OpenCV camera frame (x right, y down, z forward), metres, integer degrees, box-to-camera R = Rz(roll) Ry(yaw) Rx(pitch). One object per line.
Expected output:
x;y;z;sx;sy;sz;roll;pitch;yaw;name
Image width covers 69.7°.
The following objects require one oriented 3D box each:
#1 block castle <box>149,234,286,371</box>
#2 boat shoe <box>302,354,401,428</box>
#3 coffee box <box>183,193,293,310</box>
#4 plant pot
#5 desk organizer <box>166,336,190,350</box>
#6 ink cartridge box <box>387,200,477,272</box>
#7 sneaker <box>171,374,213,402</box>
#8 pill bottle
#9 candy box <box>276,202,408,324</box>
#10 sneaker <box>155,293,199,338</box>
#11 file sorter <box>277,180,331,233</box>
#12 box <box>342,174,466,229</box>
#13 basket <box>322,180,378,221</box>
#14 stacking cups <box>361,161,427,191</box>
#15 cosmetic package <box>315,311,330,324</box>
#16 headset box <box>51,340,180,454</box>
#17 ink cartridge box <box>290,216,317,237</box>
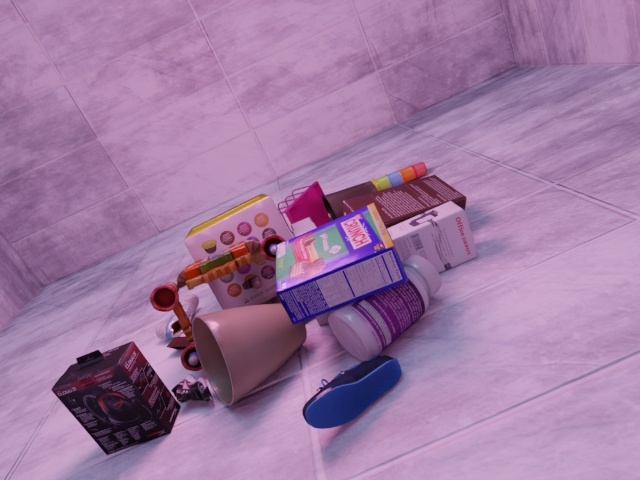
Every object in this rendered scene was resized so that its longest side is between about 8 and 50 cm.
-0.276;0.185;1.477;0.453;0.303;0.213;-25;9;-7;block castle
0.070;0.351;1.065;0.258;0.109;0.089;-17;9;-25;boat shoe
-0.280;0.040;1.748;0.338;0.334;0.338;-28;12;-7;coffee box
-0.185;0.287;1.311;0.274;0.256;0.256;-19;16;-31;plant pot
-0.489;0.379;1.653;0.130;0.047;0.050;-10;29;34;desk organizer
0.341;0.008;1.426;0.237;0.172;0.100;-24;21;4;ink cartridge box
-0.378;0.446;1.339;0.077;0.072;0.178;-28;7;-36;sneaker
0.181;0.171;1.234;0.301;0.169;0.169;-35;23;-23;pill bottle
0.044;0.055;1.240;0.317;0.122;0.268;-22;27;6;candy box
-0.553;0.309;1.848;0.092;0.087;0.228;-2;37;31;sneaker
-0.102;-0.107;2.148;0.182;0.202;0.290;-12;25;37;file sorter
0.287;-0.088;1.584;0.382;0.143;0.191;-16;38;-18;box
0.148;-0.169;2.087;0.227;0.154;0.204;-23;36;-6;basket
0.361;-0.291;2.219;0.316;0.096;0.096;-21;22;4;stacking cups
0.036;0.137;1.446;0.151;0.183;0.151;-18;23;15;cosmetic package
-0.570;0.431;1.284;0.218;0.293;0.110;-22;22;10;headset box
-0.028;0.036;1.720;0.087;0.208;0.153;-24;22;-4;ink cartridge box
